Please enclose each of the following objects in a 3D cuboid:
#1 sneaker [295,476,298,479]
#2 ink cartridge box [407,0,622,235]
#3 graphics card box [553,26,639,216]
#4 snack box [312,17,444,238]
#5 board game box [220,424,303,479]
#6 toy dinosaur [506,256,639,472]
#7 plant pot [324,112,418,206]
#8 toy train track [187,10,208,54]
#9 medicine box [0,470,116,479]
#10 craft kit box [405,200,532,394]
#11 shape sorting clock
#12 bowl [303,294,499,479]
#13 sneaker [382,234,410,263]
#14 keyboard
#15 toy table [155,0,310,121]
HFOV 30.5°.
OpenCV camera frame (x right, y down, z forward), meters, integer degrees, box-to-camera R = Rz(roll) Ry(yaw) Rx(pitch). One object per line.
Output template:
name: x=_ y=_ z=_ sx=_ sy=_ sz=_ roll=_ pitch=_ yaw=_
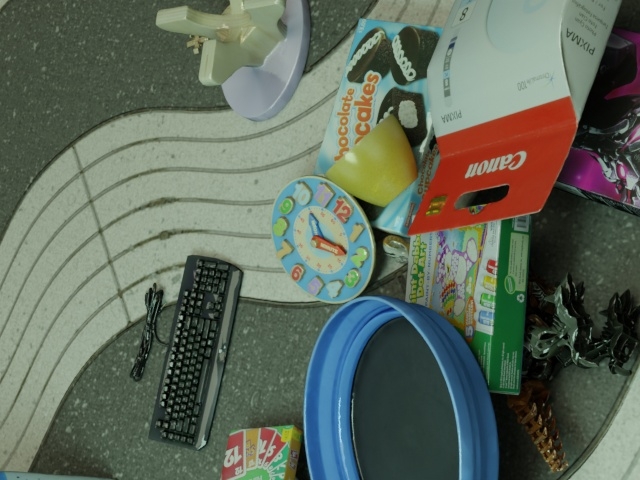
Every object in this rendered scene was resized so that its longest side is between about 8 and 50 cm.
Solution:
sneaker: x=-0.122 y=0.465 z=1.793 sx=0.297 sy=0.111 sz=0.129 roll=-34 pitch=50 yaw=14
ink cartridge box: x=0.237 y=-0.204 z=1.580 sx=0.308 sy=0.091 sz=0.385 roll=-11 pitch=51 yaw=61
graphics card box: x=0.444 y=-0.149 z=1.573 sx=0.371 sy=0.094 sz=0.232 roll=25 pitch=92 yaw=36
snack box: x=0.103 y=-0.177 z=1.819 sx=0.187 sy=0.060 sz=0.321 roll=14 pitch=86 yaw=35
board game box: x=-0.103 y=0.401 z=1.727 sx=0.124 sy=0.039 sz=0.259 roll=-11 pitch=57 yaw=34
toy dinosaur: x=0.304 y=0.138 z=1.587 sx=0.218 sy=0.164 sz=0.322 roll=-25 pitch=83 yaw=43
plant pot: x=0.087 y=-0.106 z=1.712 sx=0.134 sy=0.134 sz=0.095 roll=-42 pitch=90 yaw=17
toy train track: x=-0.225 y=-0.376 z=2.110 sx=0.048 sy=0.014 sz=0.083 roll=-13 pitch=71 yaw=30
medicine box: x=-0.522 y=0.473 z=1.920 sx=0.264 sy=0.289 sz=0.149 roll=-16 pitch=70 yaw=29
craft kit box: x=0.195 y=0.079 z=1.616 sx=0.247 sy=0.061 sz=0.249 roll=169 pitch=107 yaw=-68
shape sorting clock: x=0.000 y=0.000 z=1.805 sx=0.206 sy=0.040 sz=0.206 roll=13 pitch=112 yaw=35
bowl: x=0.104 y=0.268 z=1.599 sx=0.391 sy=0.077 sz=0.391 roll=6 pitch=97 yaw=59
sneaker: x=0.133 y=0.022 z=1.772 sx=0.083 sy=0.037 sz=0.032 roll=29 pitch=58 yaw=16
keyboard: x=-0.241 y=0.180 z=1.971 sx=0.202 sy=0.033 sz=0.317 roll=6 pitch=81 yaw=34
toy table: x=-0.129 y=-0.355 z=1.955 sx=0.252 sy=0.161 sz=0.274 roll=-15 pitch=69 yaw=29
